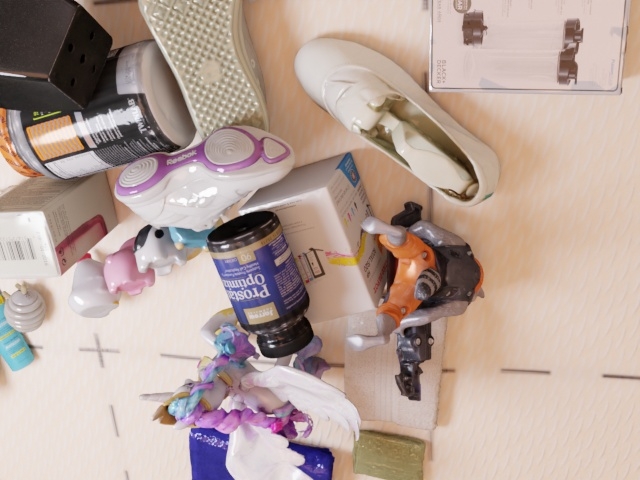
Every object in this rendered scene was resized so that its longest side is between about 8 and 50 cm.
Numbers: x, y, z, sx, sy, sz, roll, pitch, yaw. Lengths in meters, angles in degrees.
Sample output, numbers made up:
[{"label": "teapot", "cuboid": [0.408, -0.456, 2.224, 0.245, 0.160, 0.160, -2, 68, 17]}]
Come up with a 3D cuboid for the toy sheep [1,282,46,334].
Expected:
[{"label": "toy sheep", "cuboid": [-0.604, 0.138, 1.770, 0.091, 0.091, 0.132, 16, 135, 8]}]

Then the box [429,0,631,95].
[{"label": "box", "cuboid": [0.314, -0.313, 1.320, 0.289, 0.087, 0.169, 3, 114, 14]}]

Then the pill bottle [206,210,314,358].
[{"label": "pill bottle", "cuboid": [-0.089, 0.072, 1.388, 0.122, 0.123, 0.219, -14, 109, 20]}]

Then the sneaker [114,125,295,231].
[{"label": "sneaker", "cuboid": [-0.175, -0.095, 1.419, 0.305, 0.114, 0.152, -11, 140, 18]}]

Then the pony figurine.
[{"label": "pony figurine", "cuboid": [-0.106, 0.275, 1.539, 0.351, 0.363, 0.303, 27, 117, 2]}]

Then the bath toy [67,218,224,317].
[{"label": "bath toy", "cuboid": [-0.339, 0.028, 1.629, 0.348, 0.151, 0.129, -30, 66, 27]}]

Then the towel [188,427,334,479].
[{"label": "towel", "cuboid": [-0.124, 0.491, 1.811, 0.308, 0.076, 0.228, 12, 123, 9]}]

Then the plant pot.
[{"label": "plant pot", "cuboid": [-0.436, -0.298, 1.337, 0.167, 0.187, 0.188, 18, 81, 15]}]

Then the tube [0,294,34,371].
[{"label": "tube", "cuboid": [-0.675, 0.177, 1.820, 0.052, 0.080, 0.207, -4, 118, 49]}]

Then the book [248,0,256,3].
[{"label": "book", "cuboid": [-0.073, -0.454, 1.393, 0.144, 0.035, 0.096, -20, 110, 22]}]

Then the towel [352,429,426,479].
[{"label": "towel", "cuboid": [0.136, 0.432, 1.735, 0.148, 0.027, 0.110, 7, 114, 13]}]

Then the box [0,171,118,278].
[{"label": "box", "cuboid": [-0.493, -0.035, 1.578, 0.148, 0.232, 0.127, -3, 113, 16]}]

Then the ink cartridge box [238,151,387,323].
[{"label": "ink cartridge box", "cuboid": [0.000, 0.000, 1.496, 0.168, 0.171, 0.233, -14, 110, 22]}]

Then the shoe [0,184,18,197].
[{"label": "shoe", "cuboid": [-0.660, -0.045, 1.707, 0.058, 0.076, 0.219, 43, 119, -12]}]

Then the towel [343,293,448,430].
[{"label": "towel", "cuboid": [0.140, 0.231, 1.632, 0.187, 0.049, 0.282, 7, 115, 13]}]

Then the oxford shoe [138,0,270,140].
[{"label": "oxford shoe", "cuboid": [-0.188, -0.349, 1.409, 0.169, 0.130, 0.449, -14, 114, 4]}]

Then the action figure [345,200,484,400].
[{"label": "action figure", "cuboid": [0.174, 0.104, 1.410, 0.178, 0.330, 0.341, -3, 92, 35]}]

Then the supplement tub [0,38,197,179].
[{"label": "supplement tub", "cuboid": [-0.387, -0.215, 1.493, 0.316, 0.193, 0.194, -11, 110, 19]}]

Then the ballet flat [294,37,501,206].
[{"label": "ballet flat", "cuboid": [0.122, -0.190, 1.403, 0.400, 0.139, 0.139, 36, 117, -2]}]
